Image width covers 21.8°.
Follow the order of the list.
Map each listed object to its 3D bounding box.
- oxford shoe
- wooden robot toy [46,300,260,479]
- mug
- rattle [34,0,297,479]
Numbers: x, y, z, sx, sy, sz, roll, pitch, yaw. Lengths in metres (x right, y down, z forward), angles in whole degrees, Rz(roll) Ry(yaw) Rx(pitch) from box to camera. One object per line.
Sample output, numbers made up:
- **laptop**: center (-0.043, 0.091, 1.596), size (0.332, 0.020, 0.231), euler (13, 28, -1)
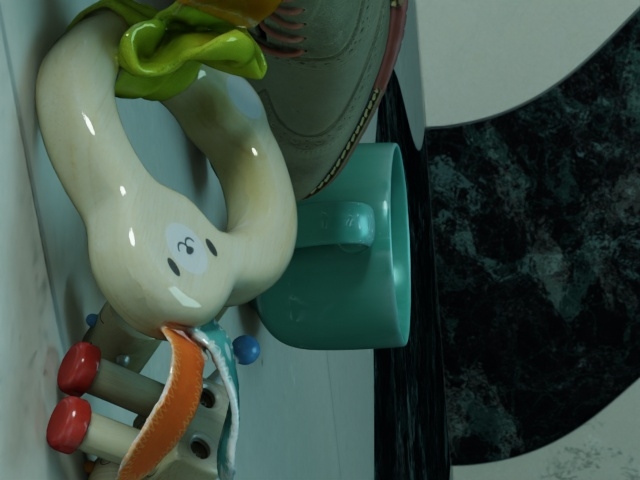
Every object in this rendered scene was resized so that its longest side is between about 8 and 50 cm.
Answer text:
- **oxford shoe**: center (-0.026, -0.138, 0.794), size (0.130, 0.123, 0.348), euler (-62, 163, -47)
- **wooden robot toy**: center (-0.076, 0.078, 0.653), size (0.079, 0.076, 0.173), euler (-51, -156, 41)
- **mug**: center (0.001, -0.004, 1.037), size (0.157, 0.097, 0.129), euler (78, 13, -48)
- **rattle**: center (-0.021, -0.023, 0.605), size (0.130, 0.143, 0.199), euler (54, 21, -42)
